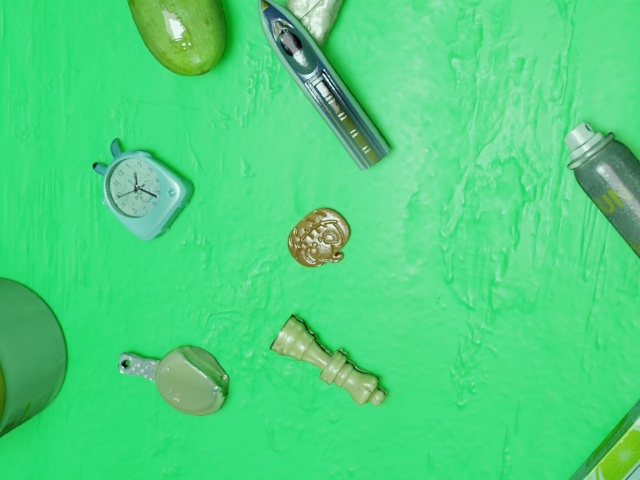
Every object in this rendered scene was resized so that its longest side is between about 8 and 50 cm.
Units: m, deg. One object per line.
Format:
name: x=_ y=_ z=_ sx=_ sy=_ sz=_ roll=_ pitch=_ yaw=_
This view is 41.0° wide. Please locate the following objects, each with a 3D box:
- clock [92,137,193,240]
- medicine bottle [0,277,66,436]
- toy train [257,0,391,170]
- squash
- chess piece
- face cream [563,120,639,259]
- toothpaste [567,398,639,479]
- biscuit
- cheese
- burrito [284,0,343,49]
clock: x=-0.261 y=-0.080 z=1.213 sx=0.147 sy=0.045 sz=0.108 roll=42 pitch=106 yaw=6
medicine bottle: x=-0.524 y=0.187 z=1.229 sx=0.238 sy=0.232 sz=0.237 roll=2 pitch=98 yaw=14
toy train: x=-0.003 y=-0.201 z=1.088 sx=0.055 sy=0.048 sz=0.252 roll=-34 pitch=106 yaw=16
squash: x=-0.219 y=-0.391 z=1.114 sx=0.118 sy=0.118 sz=0.370 roll=-18 pitch=93 yaw=17
chess piece: x=0.015 y=0.172 z=1.179 sx=0.172 sy=0.060 sz=0.060 roll=33 pitch=106 yaw=5
face cream: x=0.395 y=-0.025 z=1.035 sx=0.073 sy=0.073 sz=0.283 roll=-39 pitch=88 yaw=17
toothpaste: x=0.362 y=0.335 z=1.108 sx=0.081 sy=0.067 sz=0.336 roll=38 pitch=106 yaw=9
biscuit: x=0.000 y=0.000 z=1.173 sx=0.078 sy=0.015 sz=0.091 roll=45 pitch=107 yaw=4
cheese: x=-0.211 y=0.192 z=1.243 sx=0.171 sy=0.047 sz=0.092 roll=31 pitch=104 yaw=8
burrito: x=0.005 y=-0.351 z=1.091 sx=0.082 sy=0.059 sz=0.275 roll=22 pitch=105 yaw=7
